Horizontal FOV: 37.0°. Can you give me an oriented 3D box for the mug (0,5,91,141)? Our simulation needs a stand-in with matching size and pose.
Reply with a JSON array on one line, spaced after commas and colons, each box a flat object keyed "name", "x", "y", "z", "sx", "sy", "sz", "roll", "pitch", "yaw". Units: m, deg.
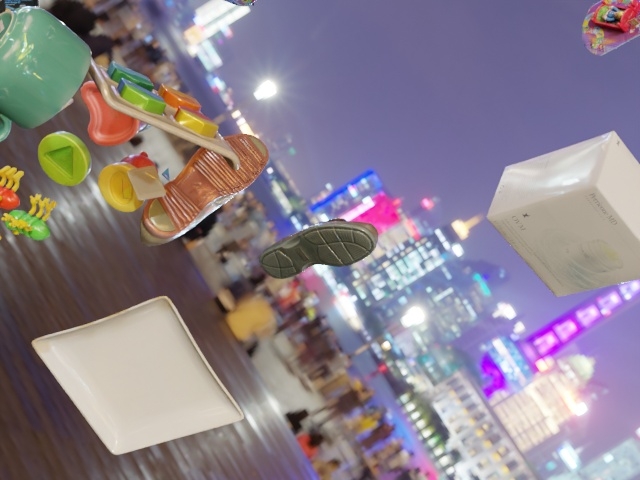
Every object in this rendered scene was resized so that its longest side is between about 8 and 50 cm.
[{"name": "mug", "x": -0.357, "y": -0.202, "z": 1.131, "sx": 0.097, "sy": 0.129, "sz": 0.157, "roll": 42, "pitch": 53, "yaw": -39}]

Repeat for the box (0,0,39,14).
[{"name": "box", "x": -0.548, "y": -0.392, "z": 1.474, "sx": 0.051, "sy": 0.220, "sz": 0.175, "roll": -118, "pitch": -151, "yaw": -50}]

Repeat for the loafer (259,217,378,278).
[{"name": "loafer", "x": 0.000, "y": 0.000, "z": 1.802, "sx": 0.096, "sy": 0.268, "sz": 0.084, "roll": 57, "pitch": 40, "yaw": -22}]

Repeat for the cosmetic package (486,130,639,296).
[{"name": "cosmetic package", "x": 0.450, "y": -0.038, "z": 1.634, "sx": 0.225, "sy": 0.138, "sz": 0.224, "roll": -20, "pitch": -56, "yaw": 45}]

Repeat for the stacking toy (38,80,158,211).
[{"name": "stacking toy", "x": -0.503, "y": -0.247, "z": 2.221, "sx": 0.130, "sy": 0.280, "sz": 0.308, "roll": -53, "pitch": 154, "yaw": -56}]

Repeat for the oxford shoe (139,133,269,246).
[{"name": "oxford shoe", "x": -0.289, "y": -0.126, "z": 2.300, "sx": 0.140, "sy": 0.397, "sz": 0.146, "roll": 51, "pitch": -33, "yaw": 1}]

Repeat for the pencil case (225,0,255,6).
[{"name": "pencil case", "x": -0.238, "y": -0.576, "z": 2.023, "sx": 0.306, "sy": 0.133, "sz": 0.119, "roll": -6, "pitch": 72, "yaw": -59}]

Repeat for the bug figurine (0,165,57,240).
[{"name": "bug figurine", "x": -0.581, "y": -0.018, "z": 1.610, "sx": 0.216, "sy": 0.279, "sz": 0.072, "roll": 21, "pitch": -49, "yaw": 26}]

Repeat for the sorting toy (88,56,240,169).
[{"name": "sorting toy", "x": -0.209, "y": -0.179, "z": 1.260, "sx": 0.208, "sy": 0.038, "sz": 0.193, "roll": 27, "pitch": 12, "yaw": -30}]

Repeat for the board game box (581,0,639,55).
[{"name": "board game box", "x": 0.578, "y": -0.443, "z": 1.868, "sx": 0.033, "sy": 0.169, "sz": 0.133, "roll": 28, "pitch": 48, "yaw": -39}]

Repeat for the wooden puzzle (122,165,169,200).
[{"name": "wooden puzzle", "x": -0.376, "y": -0.123, "z": 2.056, "sx": 0.014, "sy": 0.116, "sz": 0.078, "roll": -41, "pitch": -120, "yaw": 54}]

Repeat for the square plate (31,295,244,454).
[{"name": "square plate", "x": -0.385, "y": 0.289, "z": 2.047, "sx": 0.344, "sy": 0.347, "sz": 0.049, "roll": 62, "pitch": 21, "yaw": -24}]
